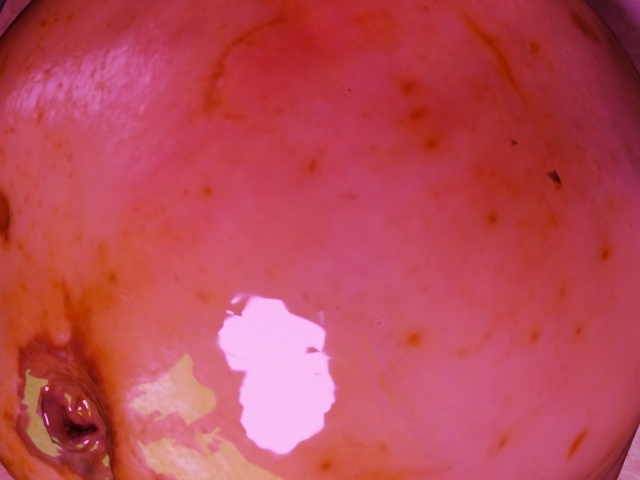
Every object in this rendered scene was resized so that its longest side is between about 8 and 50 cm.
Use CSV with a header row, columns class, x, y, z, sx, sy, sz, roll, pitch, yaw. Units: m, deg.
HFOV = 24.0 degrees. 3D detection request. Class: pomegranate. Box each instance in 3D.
class,x,y,z,sx,sy,sz,roll,pitch,yaw
pomegranate,0.000,0.000,0.798,0.411,0.411,0.411,27,160,10

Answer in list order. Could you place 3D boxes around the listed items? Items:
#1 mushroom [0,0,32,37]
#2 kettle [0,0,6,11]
class,x,y,z,sx,sy,sz,roll,pitch,yaw
mushroom,-0.266,-0.121,1.133,0.255,0.184,0.255,26,174,3
kettle,-0.225,-0.201,0.746,0.240,0.255,0.165,6,161,47
